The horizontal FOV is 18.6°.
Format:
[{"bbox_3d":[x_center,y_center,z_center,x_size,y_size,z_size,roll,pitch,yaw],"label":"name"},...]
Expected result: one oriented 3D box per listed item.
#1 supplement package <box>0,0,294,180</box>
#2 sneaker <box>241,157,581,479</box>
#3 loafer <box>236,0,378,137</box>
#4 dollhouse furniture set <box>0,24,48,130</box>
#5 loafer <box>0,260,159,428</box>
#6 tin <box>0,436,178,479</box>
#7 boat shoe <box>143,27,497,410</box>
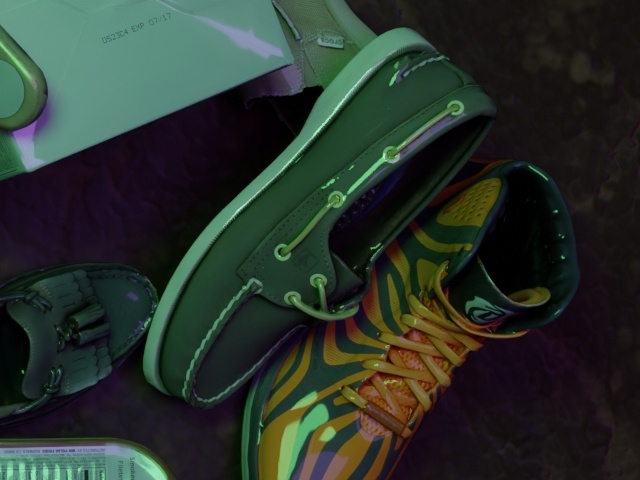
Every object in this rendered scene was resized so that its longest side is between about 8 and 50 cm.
[{"bbox_3d":[-0.165,-0.132,1.239,0.194,0.203,0.149,-25,97,-28],"label":"supplement package"},{"bbox_3d":[0.064,0.069,1.356,0.125,0.180,0.321,33,72,-22],"label":"sneaker"},{"bbox_3d":[-0.031,-0.142,1.367,0.268,0.102,0.092,41,65,-21],"label":"loafer"},{"bbox_3d":[-0.334,0.000,0.995,0.174,0.303,0.355,47,25,3],"label":"dollhouse furniture set"},{"bbox_3d":[-0.214,0.083,1.262,0.267,0.084,0.096,-21,96,-27],"label":"loafer"},{"bbox_3d":[-0.181,0.181,1.266,0.190,0.040,0.106,0,74,-11],"label":"tin"},{"bbox_3d":[-0.002,-0.001,1.321,0.305,0.091,0.109,-52,151,3],"label":"boat shoe"}]
